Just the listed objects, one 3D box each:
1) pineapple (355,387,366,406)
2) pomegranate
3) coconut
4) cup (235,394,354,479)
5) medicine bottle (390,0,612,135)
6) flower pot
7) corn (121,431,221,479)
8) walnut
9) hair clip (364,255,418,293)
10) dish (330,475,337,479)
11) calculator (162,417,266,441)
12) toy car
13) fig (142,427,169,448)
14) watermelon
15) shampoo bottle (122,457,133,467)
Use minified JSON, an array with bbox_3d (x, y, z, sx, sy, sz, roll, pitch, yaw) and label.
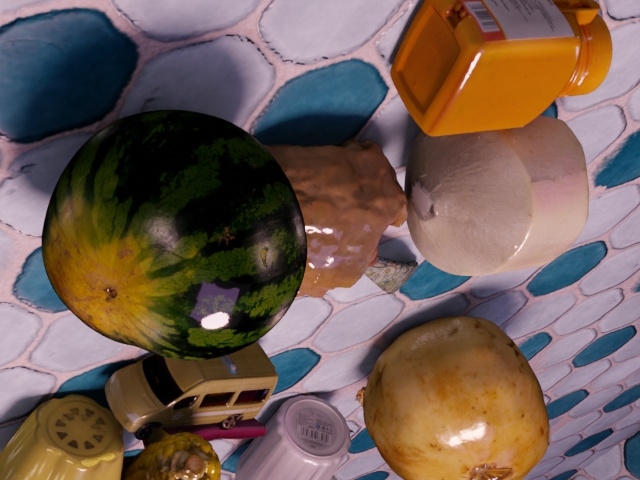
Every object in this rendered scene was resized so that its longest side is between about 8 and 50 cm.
[{"bbox_3d":[0.095,0.308,2.024,0.045,0.019,0.083,-46,146,22],"label":"pineapple"},{"bbox_3d":[0.243,0.290,1.818,0.332,0.332,0.332,-20,152,-11],"label":"pomegranate"},{"bbox_3d":[0.210,-0.063,1.274,0.241,0.241,0.241,-20,152,-11],"label":"coconut"},{"bbox_3d":[-0.044,0.382,1.929,0.167,0.221,0.202,22,132,-11],"label":"cup"},{"bbox_3d":[0.207,-0.204,1.140,0.222,0.112,0.149,-9,147,-30],"label":"medicine bottle"},{"bbox_3d":[-0.378,0.332,1.504,0.195,0.195,0.179,-1,131,-39],"label":"flower pot"},{"bbox_3d":[-0.242,0.365,1.548,0.120,0.120,0.363,-10,166,-27],"label":"corn"},{"bbox_3d":[-0.009,-0.022,1.208,0.238,0.141,0.204,-42,133,0],"label":"walnut"},{"bbox_3d":[0.104,0.048,1.526,0.066,0.036,0.229,-42,161,10],"label":"hair clip"},{"bbox_3d":[-0.076,0.497,2.094,0.151,0.077,0.212,2,162,-42],"label":"dish"},{"bbox_3d":[-0.186,0.284,1.651,0.190,0.126,0.034,4,106,-47],"label":"calculator"},{"bbox_3d":[-0.189,0.215,1.540,0.256,0.101,0.124,4,132,-46],"label":"toy car"},{"bbox_3d":[-0.226,0.325,1.717,0.093,0.093,0.166,-43,154,29],"label":"fig"},{"bbox_3d":[-0.147,-0.005,1.037,0.269,0.269,0.269,-20,152,-11],"label":"watermelon"},{"bbox_3d":[-0.323,0.415,1.814,0.207,0.057,0.063,5,139,-44],"label":"shampoo bottle"}]
